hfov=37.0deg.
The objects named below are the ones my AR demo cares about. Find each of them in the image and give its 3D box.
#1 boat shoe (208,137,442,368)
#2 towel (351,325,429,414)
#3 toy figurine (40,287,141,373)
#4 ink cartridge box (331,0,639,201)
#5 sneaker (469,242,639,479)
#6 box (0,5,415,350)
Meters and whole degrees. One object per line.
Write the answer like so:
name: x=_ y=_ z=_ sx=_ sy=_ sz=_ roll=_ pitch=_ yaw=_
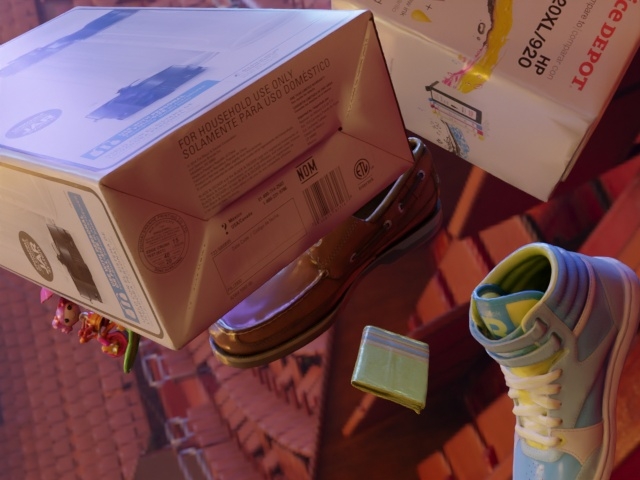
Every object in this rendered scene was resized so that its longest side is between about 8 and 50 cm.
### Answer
boat shoe: x=0.000 y=0.000 z=0.957 sx=0.111 sy=0.307 sz=0.104 roll=26 pitch=142 yaw=35
towel: x=0.099 y=0.174 z=1.327 sx=0.237 sy=0.102 sz=0.021 roll=-60 pitch=-13 yaw=-76
toy figurine: x=-0.353 y=0.105 z=1.478 sx=0.130 sy=0.159 sz=0.173 roll=-117 pitch=40 yaw=-90
ink cartridge box: x=0.150 y=-0.181 z=0.829 sx=0.233 sy=0.171 sz=0.168 roll=29 pitch=164 yaw=10
sneaker: x=0.223 y=0.151 z=1.022 sx=0.127 sy=0.208 sz=0.318 roll=1 pitch=75 yaw=50
box: x=-0.114 y=-0.056 z=0.528 sx=0.290 sy=0.169 sz=0.087 roll=16 pitch=135 yaw=47
